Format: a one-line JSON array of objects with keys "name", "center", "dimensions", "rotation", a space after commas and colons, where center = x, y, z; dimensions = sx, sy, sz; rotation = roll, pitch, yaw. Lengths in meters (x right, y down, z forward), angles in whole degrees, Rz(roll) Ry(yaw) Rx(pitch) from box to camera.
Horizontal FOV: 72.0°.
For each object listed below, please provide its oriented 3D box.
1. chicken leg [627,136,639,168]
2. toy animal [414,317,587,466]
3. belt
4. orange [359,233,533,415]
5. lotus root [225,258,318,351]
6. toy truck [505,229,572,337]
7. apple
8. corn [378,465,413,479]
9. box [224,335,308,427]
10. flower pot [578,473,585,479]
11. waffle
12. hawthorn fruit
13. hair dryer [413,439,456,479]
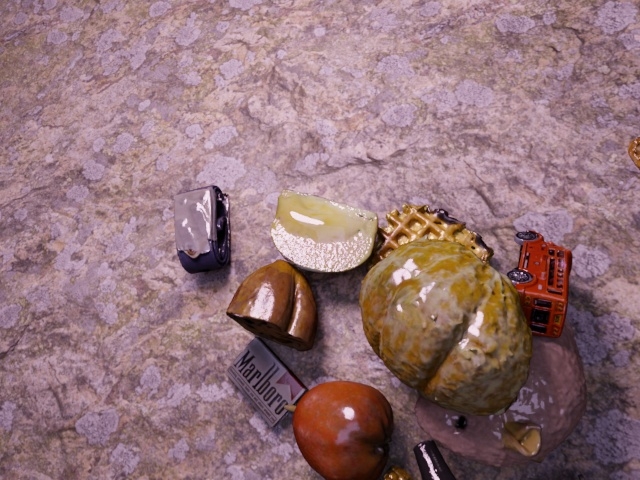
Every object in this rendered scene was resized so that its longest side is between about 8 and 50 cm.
[{"name": "chicken leg", "center": [0.758, -0.144, 0.953], "dimensions": [0.085, 0.101, 0.208], "rotation": [-38, 74, 32]}, {"name": "toy animal", "center": [0.370, 0.285, 0.838], "dimensions": [0.358, 0.188, 0.226], "rotation": [-44, 44, -5]}, {"name": "belt", "center": [-0.293, -0.032, 1.138], "dimensions": [0.126, 0.140, 0.231], "rotation": [-11, 68, 11]}, {"name": "orange", "center": [0.199, 0.128, 0.807], "dimensions": [0.271, 0.210, 0.369], "rotation": [-53, 34, 8]}, {"name": "lotus root", "center": [-0.088, 0.140, 1.014], "dimensions": [0.199, 0.188, 0.180], "rotation": [15, 65, 20]}, {"name": "toy truck", "center": [0.431, 0.078, 0.872], "dimensions": [0.114, 0.108, 0.252], "rotation": [9, 31, 27]}, {"name": "apple", "center": [0.000, 0.000, 1.055], "dimensions": [0.264, 0.120, 0.193], "rotation": [16, 62, 16]}, {"name": "corn", "center": [0.206, 0.622, 0.802], "dimensions": [0.144, 0.144, 0.387], "rotation": [-35, 64, 0]}, {"name": "box", "center": [-0.128, 0.328, 1.033], "dimensions": [0.177, 0.036, 0.115], "rotation": [42, 85, 22]}, {"name": "flower pot", "center": [0.401, 0.541, 0.753], "dimensions": [0.202, 0.212, 0.212], "rotation": [-23, 68, 13]}, {"name": "waffle", "center": [0.260, 0.060, 1.018], "dimensions": [0.311, 0.060, 0.307], "rotation": [7, 76, 16]}, {"name": "hawthorn fruit", "center": [0.027, 0.385, 0.910], "dimensions": [0.251, 0.199, 0.200], "rotation": [6, 72, 34]}, {"name": "hair dryer", "center": [0.142, 0.483, 0.754], "dimensions": [0.271, 0.091, 0.236], "rotation": [-8, 46, -15]}]
